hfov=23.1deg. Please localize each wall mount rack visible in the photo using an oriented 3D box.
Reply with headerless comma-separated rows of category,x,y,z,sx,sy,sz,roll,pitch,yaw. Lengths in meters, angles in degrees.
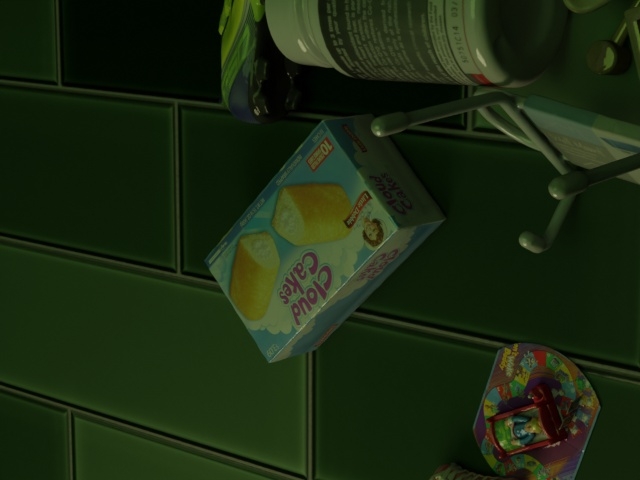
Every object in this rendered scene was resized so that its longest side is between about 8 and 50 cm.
wall mount rack,0.225,-0.057,1.396,0.350,0.304,0.130,22,80,43

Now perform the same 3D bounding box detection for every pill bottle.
pill bottle,0.090,-0.240,1.577,0.283,0.161,0.161,8,104,40

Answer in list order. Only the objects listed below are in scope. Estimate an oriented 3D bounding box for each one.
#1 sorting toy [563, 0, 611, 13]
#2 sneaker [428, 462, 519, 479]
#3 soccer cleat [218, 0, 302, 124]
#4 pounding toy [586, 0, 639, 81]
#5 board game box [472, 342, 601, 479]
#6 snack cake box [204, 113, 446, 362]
sorting toy,0.288,-0.334,1.432,0.208,0.038,0.193,-26,64,40
sneaker,0.157,0.267,1.691,0.134,0.051,0.070,-40,75,48
soccer cleat,-0.078,-0.275,1.768,0.121,0.093,0.289,16,109,46
pounding toy,0.321,-0.182,1.429,0.206,0.094,0.181,-13,90,42
board game box,0.215,0.192,1.641,0.133,0.033,0.169,32,118,33
snack cake box,0.000,0.000,1.756,0.264,0.089,0.152,-48,66,37
